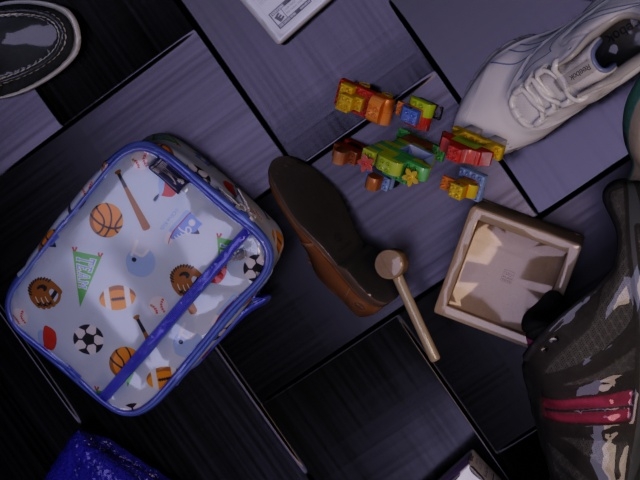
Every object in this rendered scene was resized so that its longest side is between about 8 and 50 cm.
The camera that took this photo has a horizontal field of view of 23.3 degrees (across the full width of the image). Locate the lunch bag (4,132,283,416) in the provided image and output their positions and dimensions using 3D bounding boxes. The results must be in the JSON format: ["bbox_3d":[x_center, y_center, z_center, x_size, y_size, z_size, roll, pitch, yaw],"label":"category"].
[{"bbox_3d":[-0.194,0.039,1.787,0.243,0.115,0.303,42,104,-1],"label":"lunch bag"}]

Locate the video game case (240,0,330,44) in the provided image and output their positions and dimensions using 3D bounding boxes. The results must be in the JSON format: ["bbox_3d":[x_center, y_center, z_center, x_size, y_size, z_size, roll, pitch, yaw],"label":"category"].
[{"bbox_3d":[-0.032,-0.347,1.746,0.190,0.022,0.173,-40,91,14],"label":"video game case"}]

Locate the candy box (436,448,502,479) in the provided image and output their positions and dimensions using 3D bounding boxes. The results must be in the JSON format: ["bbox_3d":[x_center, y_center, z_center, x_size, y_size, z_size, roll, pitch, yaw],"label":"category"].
[{"bbox_3d":[0.181,0.370,1.790,0.165,0.070,0.196,-44,90,12],"label":"candy box"}]

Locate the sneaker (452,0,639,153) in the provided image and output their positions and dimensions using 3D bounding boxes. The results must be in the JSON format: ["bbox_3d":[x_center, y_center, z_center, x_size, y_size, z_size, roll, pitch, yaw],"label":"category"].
[{"bbox_3d":[0.258,-0.183,1.658,0.297,0.129,0.111,-37,97,22],"label":"sneaker"}]

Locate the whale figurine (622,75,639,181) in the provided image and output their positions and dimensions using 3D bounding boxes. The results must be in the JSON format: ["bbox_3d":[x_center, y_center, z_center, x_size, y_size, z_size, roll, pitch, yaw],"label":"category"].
[{"bbox_3d":[0.421,-0.086,1.667,0.216,0.141,0.272,-22,118,1],"label":"whale figurine"}]

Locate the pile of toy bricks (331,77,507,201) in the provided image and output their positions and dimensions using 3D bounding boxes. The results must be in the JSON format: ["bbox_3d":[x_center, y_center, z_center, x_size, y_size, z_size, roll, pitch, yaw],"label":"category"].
[{"bbox_3d":[0.084,-0.094,1.684,0.212,0.105,0.118,26,118,25],"label":"pile of toy bricks"}]

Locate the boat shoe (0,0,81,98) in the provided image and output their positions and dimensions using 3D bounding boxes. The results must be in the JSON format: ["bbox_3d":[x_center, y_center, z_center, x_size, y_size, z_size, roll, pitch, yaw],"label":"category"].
[{"bbox_3d":[-0.428,-0.207,1.798,0.302,0.091,0.114,-16,95,12],"label":"boat shoe"}]

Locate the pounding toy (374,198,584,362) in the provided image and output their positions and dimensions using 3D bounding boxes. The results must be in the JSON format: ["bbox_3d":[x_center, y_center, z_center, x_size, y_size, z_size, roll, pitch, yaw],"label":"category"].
[{"bbox_3d":[0.166,0.047,1.734,0.206,0.094,0.181,21,102,9],"label":"pounding toy"}]

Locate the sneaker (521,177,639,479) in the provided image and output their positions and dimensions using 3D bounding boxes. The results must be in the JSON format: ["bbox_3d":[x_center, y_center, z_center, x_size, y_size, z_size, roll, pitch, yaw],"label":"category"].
[{"bbox_3d":[0.296,0.154,1.629,0.202,0.185,0.483,22,100,15],"label":"sneaker"}]

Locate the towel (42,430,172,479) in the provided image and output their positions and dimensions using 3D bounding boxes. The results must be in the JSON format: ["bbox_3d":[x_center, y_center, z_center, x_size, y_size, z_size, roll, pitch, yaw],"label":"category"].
[{"bbox_3d":[-0.276,0.408,1.872,0.227,0.076,0.308,31,102,3],"label":"towel"}]

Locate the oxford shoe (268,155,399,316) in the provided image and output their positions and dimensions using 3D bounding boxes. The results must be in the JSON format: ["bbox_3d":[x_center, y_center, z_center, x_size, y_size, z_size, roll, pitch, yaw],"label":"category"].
[{"bbox_3d":[0.000,0.000,1.772,0.212,0.076,0.076,55,142,8],"label":"oxford shoe"}]
